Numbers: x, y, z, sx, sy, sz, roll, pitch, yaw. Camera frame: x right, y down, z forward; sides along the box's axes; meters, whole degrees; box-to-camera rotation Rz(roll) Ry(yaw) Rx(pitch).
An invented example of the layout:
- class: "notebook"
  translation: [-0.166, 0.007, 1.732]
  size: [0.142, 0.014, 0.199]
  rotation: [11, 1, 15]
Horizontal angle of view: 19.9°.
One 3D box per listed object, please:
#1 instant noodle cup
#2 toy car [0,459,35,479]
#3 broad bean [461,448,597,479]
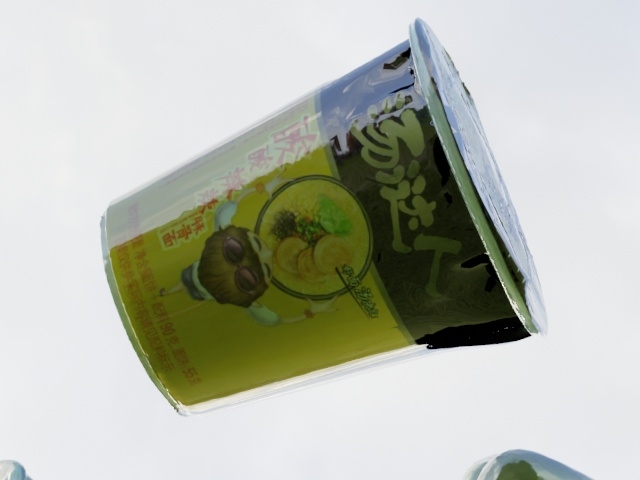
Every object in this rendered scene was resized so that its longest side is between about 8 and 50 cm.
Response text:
- class: "instant noodle cup"
  translation: [0.000, 0.000, 1.126]
  size: [0.236, 0.215, 0.215]
  rotation: [-21, -63, 11]
- class: "toy car"
  translation: [-0.288, 0.297, 1.346]
  size: [0.125, 0.136, 0.306]
  rotation: [39, -71, -24]
- class: "broad bean"
  translation: [0.168, 0.195, 1.196]
  size: [0.169, 0.228, 0.100]
  rotation: [28, -83, 9]
